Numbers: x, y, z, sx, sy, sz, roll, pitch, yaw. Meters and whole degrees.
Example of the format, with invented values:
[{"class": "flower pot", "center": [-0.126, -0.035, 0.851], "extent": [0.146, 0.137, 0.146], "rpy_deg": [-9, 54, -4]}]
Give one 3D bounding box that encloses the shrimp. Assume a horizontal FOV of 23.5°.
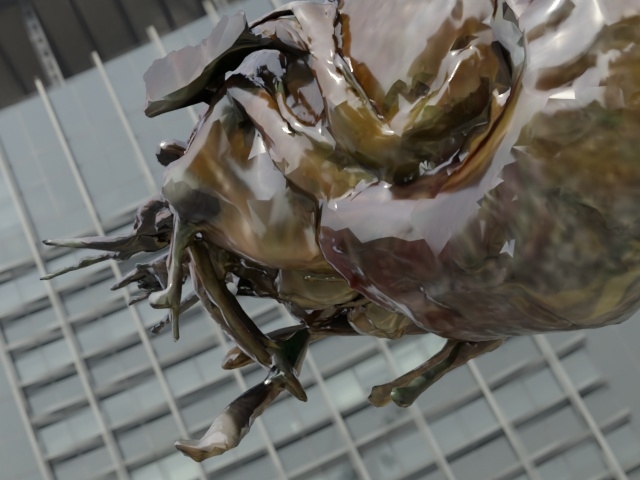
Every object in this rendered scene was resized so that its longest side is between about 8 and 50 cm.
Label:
[{"class": "shrimp", "center": [0.004, -0.005, 0.511], "extent": [0.116, 0.145, 0.343], "rpy_deg": [1, -14, -38]}]
